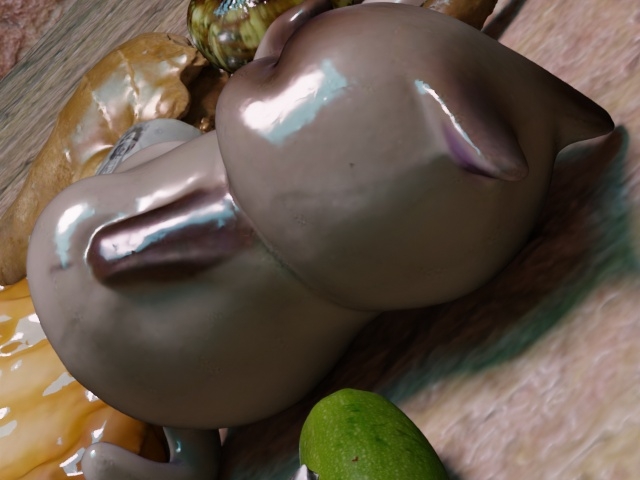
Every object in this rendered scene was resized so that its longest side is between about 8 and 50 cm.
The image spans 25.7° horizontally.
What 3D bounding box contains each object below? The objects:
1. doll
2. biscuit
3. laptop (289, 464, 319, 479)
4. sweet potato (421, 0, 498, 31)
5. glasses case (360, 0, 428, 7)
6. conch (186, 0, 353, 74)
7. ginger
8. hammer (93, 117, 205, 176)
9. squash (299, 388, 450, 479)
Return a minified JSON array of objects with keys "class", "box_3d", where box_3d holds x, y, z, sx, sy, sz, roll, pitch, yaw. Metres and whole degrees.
[{"class":"doll","box_3d":[-0.025,-0.014,0.886,0.370,0.226,0.215,-41,-13,27]},{"class":"biscuit","box_3d":[-0.246,0.165,1.041,0.325,0.107,0.326,-15,42,14]},{"class":"laptop","box_3d":[-0.065,0.253,0.650,0.269,0.015,0.188,-59,16,24]},{"class":"sweet potato","box_3d":[0.071,-0.125,1.106,0.274,0.067,0.067,-57,23,-11]},{"class":"glasses case","box_3d":[0.049,-0.183,1.258,0.204,0.051,0.081,-45,20,6]},{"class":"conch","box_3d":[-0.042,-0.234,1.440,0.187,0.124,0.181,-22,6,-12]},{"class":"ginger","box_3d":[-0.229,-0.053,1.531,0.236,0.166,0.376,35,109,34]},{"class":"hammer","box_3d":[-0.100,-0.049,1.249,0.305,0.113,0.202,-19,37,42]},{"class":"squash","box_3d":[0.032,0.154,0.657,0.082,0.082,0.292,-41,21,15]}]
